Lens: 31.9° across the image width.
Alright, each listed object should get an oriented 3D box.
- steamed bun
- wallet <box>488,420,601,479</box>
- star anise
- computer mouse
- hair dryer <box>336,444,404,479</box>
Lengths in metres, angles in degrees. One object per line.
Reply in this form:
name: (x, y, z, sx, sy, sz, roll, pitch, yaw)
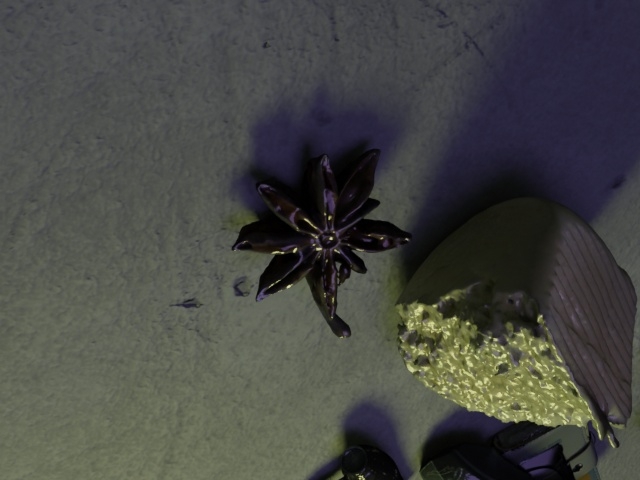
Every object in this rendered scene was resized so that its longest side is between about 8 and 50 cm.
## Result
steamed bun: (0.238, 0.102, 1.416, 0.272, 0.273, 0.290, -5, 140, 33)
wallet: (0.363, 0.363, 1.773, 0.170, 0.069, 0.231, -23, 131, -4)
star anise: (0.000, 0.001, 1.292, 0.209, 0.089, 0.231, 9, 114, -19)
computer mouse: (0.241, 0.385, 1.687, 0.126, 0.071, 0.231, -36, 124, 25)
hair dryer: (0.021, 0.381, 1.624, 0.219, 0.075, 0.195, -29, 143, 9)
